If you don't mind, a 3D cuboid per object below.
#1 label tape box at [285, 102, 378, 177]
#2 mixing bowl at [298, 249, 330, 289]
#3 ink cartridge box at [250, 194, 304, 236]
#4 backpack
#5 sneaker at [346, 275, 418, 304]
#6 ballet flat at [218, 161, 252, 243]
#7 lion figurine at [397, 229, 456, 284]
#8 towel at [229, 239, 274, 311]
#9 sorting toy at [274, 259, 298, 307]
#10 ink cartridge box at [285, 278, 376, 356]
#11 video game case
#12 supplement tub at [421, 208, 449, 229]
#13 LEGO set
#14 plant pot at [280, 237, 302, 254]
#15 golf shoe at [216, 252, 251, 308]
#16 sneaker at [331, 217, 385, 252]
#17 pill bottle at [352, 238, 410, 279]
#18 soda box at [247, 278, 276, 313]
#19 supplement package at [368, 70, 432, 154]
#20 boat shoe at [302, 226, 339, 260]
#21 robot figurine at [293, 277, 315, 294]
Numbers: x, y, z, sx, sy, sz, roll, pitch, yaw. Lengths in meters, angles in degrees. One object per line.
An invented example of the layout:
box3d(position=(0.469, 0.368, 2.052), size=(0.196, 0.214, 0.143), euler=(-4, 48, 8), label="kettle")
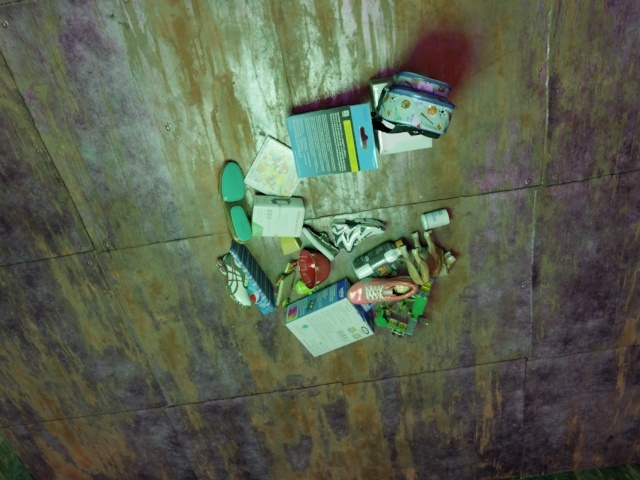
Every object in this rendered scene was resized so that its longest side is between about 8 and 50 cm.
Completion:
box3d(position=(0.055, -0.378, 1.649), size=(0.333, 0.106, 0.241), euler=(-2, 111, 24), label="label tape box")
box3d(position=(-0.019, 0.123, 1.964), size=(0.098, 0.181, 0.181), euler=(-9, 121, -26), label="mixing bowl")
box3d(position=(-0.183, -0.100, 1.845), size=(0.212, 0.093, 0.154), euler=(2, 126, -12), label="ink cartridge box")
box3d(position=(0.322, -0.440, 1.445), size=(0.276, 0.263, 0.213), euler=(8, 117, -4), label="backpack")
box3d(position=(0.263, 0.207, 1.849), size=(0.313, 0.136, 0.116), euler=(-10, 89, 5), label="sneaker")
box3d(position=(-0.366, -0.149, 1.814), size=(0.116, 0.124, 0.342), euler=(-14, 91, -34), label="ballet flat")
box3d(position=(0.444, 0.100, 1.864), size=(0.142, 0.392, 0.240), euler=(-11, 104, 40), label="lion figurine")
box3d(position=(-0.299, 0.139, 1.903), size=(0.040, 0.243, 0.336), euler=(-30, 110, 2), label="towel")
box3d(position=(-0.171, 0.205, 2.017), size=(0.046, 0.132, 0.275), euler=(21, 114, 17), label="sorting toy")
box3d(position=(0.074, 0.359, 2.055), size=(0.395, 0.151, 0.270), euler=(-25, 121, 19), label="ink cartridge box")
box3d(position=(-0.180, -0.288, 1.812), size=(0.206, 0.026, 0.227), euler=(28, 113, -15), label="video game case")
box3d(position=(0.499, -0.092, 1.901), size=(0.107, 0.071, 0.071), euler=(-15, 117, 6), label="supplement tub")
box3d(position=(0.399, 0.275, 2.059), size=(0.255, 0.192, 0.331), euler=(12, 125, 20), label="LEGO set")
box3d(position=(-0.138, 0.003, 1.937), size=(0.081, 0.081, 0.083), euler=(-21, 105, 10), label="plant pot")
box3d(position=(-0.364, 0.175, 1.944), size=(0.120, 0.105, 0.273), euler=(-30, 74, 3), label="golf shoe")
box3d(position=(0.165, -0.011, 1.925), size=(0.235, 0.094, 0.153), euler=(0, 119, -1), label="sneaker")
box3d(position=(0.277, 0.090, 1.958), size=(0.245, 0.130, 0.130), euler=(-31, 114, 14), label="pill bottle")
box3d(position=(-0.293, 0.246, 2.060), size=(0.067, 0.071, 0.210), euler=(-28, 115, 12), label="soda box")
box3d(position=(0.304, -0.483, 1.653), size=(0.204, 0.145, 0.262), euler=(-8, 118, 3), label="supplement package")
box3d(position=(0.000, 0.000, 1.939), size=(0.070, 0.078, 0.219), euler=(-47, 121, 0), label="boat shoe")
box3d(position=(-0.070, 0.214, 2.050), size=(0.115, 0.067, 0.101), euler=(-21, 147, 9), label="robot figurine")
